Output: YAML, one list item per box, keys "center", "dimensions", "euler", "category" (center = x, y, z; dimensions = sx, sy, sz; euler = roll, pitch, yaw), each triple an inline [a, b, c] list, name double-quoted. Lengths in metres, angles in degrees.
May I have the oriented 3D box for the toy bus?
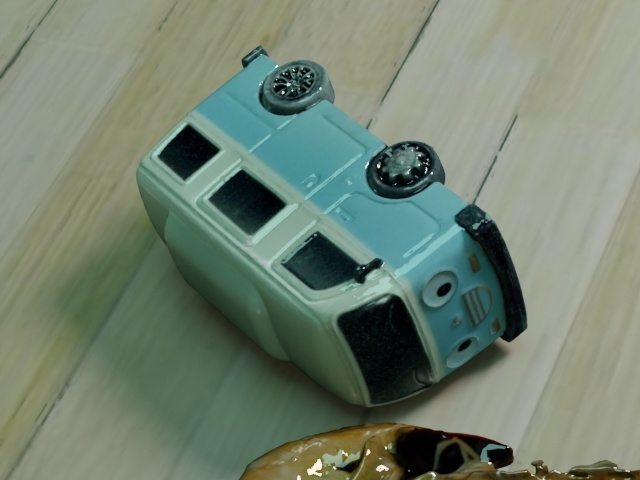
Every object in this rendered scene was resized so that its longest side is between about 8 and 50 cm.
- center: [0.000, 0.000, 1.370]
  dimensions: [0.165, 0.133, 0.271]
  euler: [-38, 48, -15]
  category: "toy bus"

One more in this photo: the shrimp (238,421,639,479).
- center: [0.068, 0.162, 1.256]
  dimensions: [0.287, 0.063, 0.152]
  euler: [-12, 35, 5]
  category: "shrimp"
